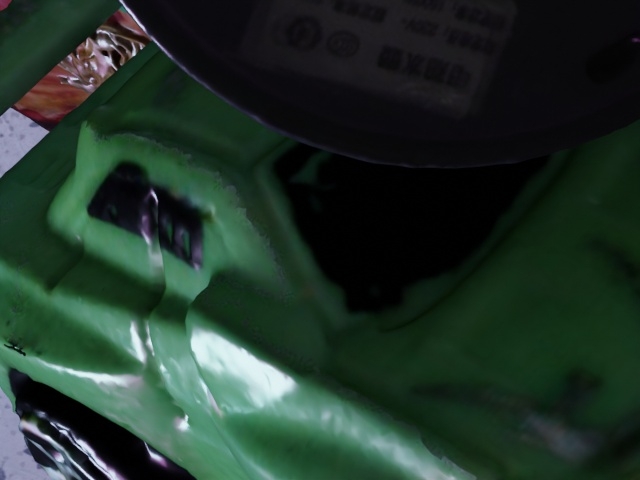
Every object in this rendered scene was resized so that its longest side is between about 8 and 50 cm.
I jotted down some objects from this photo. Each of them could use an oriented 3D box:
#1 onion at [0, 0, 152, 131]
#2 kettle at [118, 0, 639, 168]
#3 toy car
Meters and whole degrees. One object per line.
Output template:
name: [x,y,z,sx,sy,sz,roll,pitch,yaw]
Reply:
onion: [-0.079,-0.198,0.988,0.347,0.285,0.347,8,161,3]
kettle: [-0.036,-0.156,0.465,0.308,0.262,0.203,-133,34,-63]
toy car: [0.000,0.000,0.557,0.358,0.213,0.176,17,145,51]
